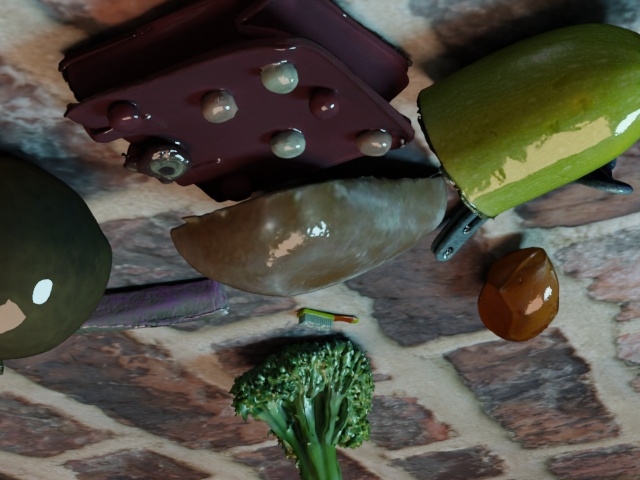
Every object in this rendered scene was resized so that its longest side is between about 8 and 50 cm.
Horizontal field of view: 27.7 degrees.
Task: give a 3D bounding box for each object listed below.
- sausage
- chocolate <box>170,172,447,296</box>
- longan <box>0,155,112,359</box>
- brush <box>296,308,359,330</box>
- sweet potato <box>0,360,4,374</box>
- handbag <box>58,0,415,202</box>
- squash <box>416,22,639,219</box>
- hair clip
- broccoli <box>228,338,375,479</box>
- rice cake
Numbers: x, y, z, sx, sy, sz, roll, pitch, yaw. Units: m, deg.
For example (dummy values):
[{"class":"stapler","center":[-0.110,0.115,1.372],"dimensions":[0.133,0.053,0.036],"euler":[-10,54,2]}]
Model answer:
[{"class":"sausage","center":[0.217,0.061,1.402],"dimensions":[0.089,0.089,0.179],"euler":[-7,159,1]},{"class":"chocolate","center":[0.001,0.001,1.119],"dimensions":[0.161,0.083,0.261],"euler":[-18,174,35]},{"class":"longan","center":[-0.260,0.014,1.060],"dimensions":[0.167,0.168,0.187],"euler":[-20,166,29]},{"class":"brush","center":[0.011,0.095,1.508],"dimensions":[0.083,0.021,0.018],"euler":[10,150,-35]},{"class":"sweet potato","center":[-0.478,0.149,1.459],"dimensions":[0.233,0.062,0.081],"euler":[-9,173,-4]},{"class":"handbag","center":[-0.058,-0.102,0.963],"dimensions":[0.216,0.074,0.203],"euler":[-18,154,26]},{"class":"squash","center":[0.175,-0.101,0.976],"dimensions":[0.186,0.123,0.123],"euler":[-25,151,32]},{"class":"hair clip","center":[0.185,-0.041,1.198],"dimensions":[0.048,0.083,0.275],"euler":[0,164,-28]},{"class":"broccoli","center":[-0.016,0.231,1.604],"dimensions":[0.194,0.194,0.220],"euler":[-3,151,-8]},{"class":"rice cake","center":[-0.198,0.072,1.371],"dimensions":[0.206,0.047,0.036],"euler":[-5,172,1]}]
